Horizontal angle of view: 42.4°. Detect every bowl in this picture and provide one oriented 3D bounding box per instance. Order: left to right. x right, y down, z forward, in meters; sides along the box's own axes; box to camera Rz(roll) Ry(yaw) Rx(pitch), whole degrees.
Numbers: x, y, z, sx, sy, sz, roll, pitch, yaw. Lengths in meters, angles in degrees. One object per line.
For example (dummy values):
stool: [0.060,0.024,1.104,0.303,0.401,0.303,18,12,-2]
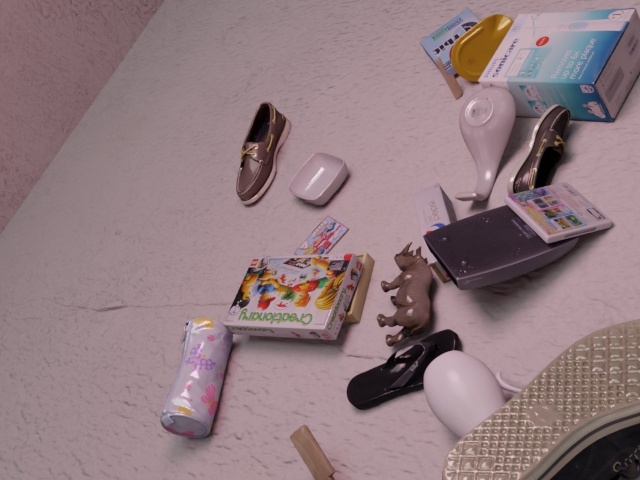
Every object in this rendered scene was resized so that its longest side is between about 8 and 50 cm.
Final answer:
bowl: [0.000,-0.152,2.121,0.142,0.053,0.142,-51,39,-11]

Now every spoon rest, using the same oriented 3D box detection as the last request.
spoon rest: [0.355,-0.209,1.811,0.137,0.084,0.276,1,71,40]

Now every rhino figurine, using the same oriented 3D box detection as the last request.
rhino figurine: [0.184,0.099,1.714,0.106,0.073,0.243,-21,42,31]

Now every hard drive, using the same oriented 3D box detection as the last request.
hard drive: [0.347,0.008,1.603,0.254,0.054,0.172,-18,38,-10]

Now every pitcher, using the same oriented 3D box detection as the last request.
pitcher: [0.290,0.280,1.432,0.177,0.125,0.207,-26,48,-11]

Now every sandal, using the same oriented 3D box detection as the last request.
sandal: [0.158,0.252,1.606,0.254,0.054,0.097,-32,40,14]

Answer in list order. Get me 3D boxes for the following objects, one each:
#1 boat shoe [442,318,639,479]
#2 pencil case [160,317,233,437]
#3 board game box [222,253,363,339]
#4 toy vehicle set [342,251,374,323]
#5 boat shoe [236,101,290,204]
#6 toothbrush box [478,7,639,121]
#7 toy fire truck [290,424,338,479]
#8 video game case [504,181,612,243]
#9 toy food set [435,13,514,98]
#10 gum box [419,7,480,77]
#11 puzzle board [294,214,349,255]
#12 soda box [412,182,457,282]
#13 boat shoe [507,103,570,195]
boat shoe: [0.414,0.286,1.284,0.500,0.156,0.187,-32,35,-11]
pencil case: [-0.279,0.309,1.878,0.113,0.124,0.273,-16,46,29]
board game box: [-0.064,0.124,1.859,0.305,0.053,0.193,-3,54,39]
toy vehicle set: [-0.012,0.120,1.892,0.266,0.035,0.166,-9,49,35]
boat shoe: [-0.177,-0.249,2.327,0.116,0.097,0.324,-7,50,36]
toothbrush box: [0.535,-0.387,1.820,0.295,0.126,0.216,14,65,48]
toy fire truck: [-0.039,0.490,1.500,0.217,0.158,0.246,-27,29,20]
video game case: [0.459,-0.057,1.604,0.143,0.019,0.157,-13,37,-15]
toy food set: [0.388,-0.466,2.033,0.218,0.128,0.071,-35,18,18]
gum box: [0.360,-0.511,2.152,0.157,0.041,0.184,-34,40,11]
puzzle board: [0.000,0.000,2.013,0.128,0.011,0.096,-48,39,-7]
soda box: [0.255,-0.019,1.758,0.069,0.074,0.216,-27,41,18]
boat shoe: [0.472,-0.181,1.723,0.068,0.081,0.228,19,76,45]
